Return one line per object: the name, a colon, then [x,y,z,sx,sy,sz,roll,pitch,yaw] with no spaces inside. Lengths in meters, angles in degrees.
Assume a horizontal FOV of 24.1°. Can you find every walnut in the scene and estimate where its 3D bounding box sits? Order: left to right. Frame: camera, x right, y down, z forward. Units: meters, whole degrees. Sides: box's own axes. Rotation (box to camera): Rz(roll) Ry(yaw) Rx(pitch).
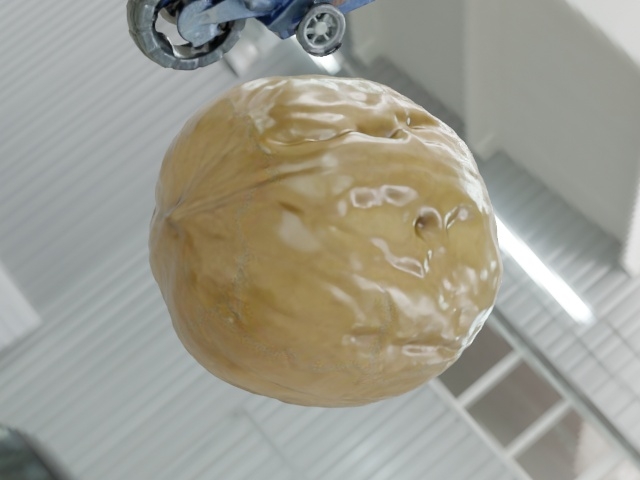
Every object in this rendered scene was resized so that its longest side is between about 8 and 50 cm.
walnut: [0.000,0.000,0.875,0.222,0.195,0.195,6,26,-45]

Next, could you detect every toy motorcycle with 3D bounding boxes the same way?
toy motorcycle: [-0.008,-0.159,0.741,0.076,0.205,0.114,48,-24,49]
